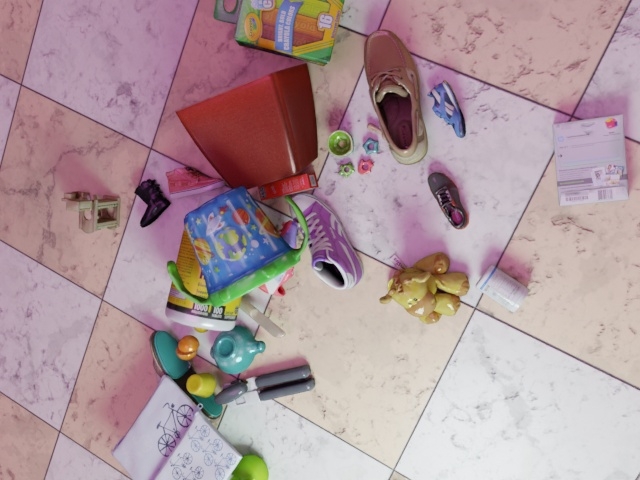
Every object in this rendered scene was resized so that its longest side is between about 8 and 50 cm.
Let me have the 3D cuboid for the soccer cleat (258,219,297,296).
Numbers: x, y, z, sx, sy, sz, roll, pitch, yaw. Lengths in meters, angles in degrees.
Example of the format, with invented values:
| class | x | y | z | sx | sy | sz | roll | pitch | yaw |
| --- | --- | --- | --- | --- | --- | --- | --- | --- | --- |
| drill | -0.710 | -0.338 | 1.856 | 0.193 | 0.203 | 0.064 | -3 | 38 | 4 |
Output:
| class | x | y | z | sx | sy | sz | roll | pitch | yaw |
| --- | --- | --- | --- | --- | --- | --- | --- | --- | --- |
| soccer cleat | -0.097 | 0.049 | 1.580 | 0.095 | 0.083 | 0.248 | 26 | 126 | -4 |

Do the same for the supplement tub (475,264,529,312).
| class | x | y | z | sx | sy | sz | roll | pitch | yaw |
| --- | --- | --- | --- | --- | --- | --- | --- | --- | --- |
| supplement tub | 0.428 | 0.113 | 1.429 | 0.107 | 0.071 | 0.071 | 35 | 107 | 11 |

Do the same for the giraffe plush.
| class | x | y | z | sx | sy | sz | roll | pitch | yaw |
| --- | --- | --- | --- | --- | --- | --- | --- | --- | --- |
| giraffe plush | 0.234 | 0.115 | 1.445 | 0.210 | 0.170 | 0.181 | 30 | 106 | 14 |

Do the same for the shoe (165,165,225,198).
| class | x | y | z | sx | sy | sz | roll | pitch | yaw |
| --- | --- | --- | --- | --- | --- | --- | --- | --- | --- |
| shoe | -0.349 | -0.169 | 1.669 | 0.178 | 0.063 | 0.081 | -9 | 99 | 25 |

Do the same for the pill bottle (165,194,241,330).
| class | x | y | z | sx | sy | sz | roll | pitch | yaw |
| --- | --- | --- | --- | --- | --- | --- | --- | --- | --- |
| pill bottle | -0.283 | 0.057 | 1.595 | 0.188 | 0.188 | 0.333 | 11 | 88 | 18 |

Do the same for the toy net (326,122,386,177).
| class | x | y | z | sx | sy | sz | roll | pitch | yaw |
| --- | --- | --- | --- | --- | --- | --- | --- | --- | --- |
| toy net | 0.136 | -0.236 | 1.499 | 0.232 | 0.045 | 0.122 | -14 | 92 | 20 |

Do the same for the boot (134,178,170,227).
| class | x | y | z | sx | sy | sz | roll | pitch | yaw |
| --- | --- | --- | --- | --- | --- | --- | --- | --- | --- |
| boot | -0.498 | -0.110 | 1.740 | 0.121 | 0.045 | 0.099 | -42 | 85 | 12 |

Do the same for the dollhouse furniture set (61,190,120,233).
| class | x | y | z | sx | sy | sz | roll | pitch | yaw |
| --- | --- | --- | --- | --- | --- | --- | --- | --- | --- |
| dollhouse furniture set | -0.701 | -0.078 | 1.743 | 0.161 | 0.182 | 0.101 | 9 | 100 | 18 |

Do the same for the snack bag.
| class | x | y | z | sx | sy | sz | roll | pitch | yaw |
| --- | --- | --- | --- | --- | --- | --- | --- | --- | --- |
| snack bag | -0.403 | 0.580 | 1.645 | 0.342 | 0.037 | 0.323 | 41 | 104 | 24 |

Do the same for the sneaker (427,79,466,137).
| class | x | y | z | sx | sy | sz | roll | pitch | yaw |
| --- | --- | --- | --- | --- | --- | --- | --- | --- | --- |
| sneaker | 0.300 | -0.303 | 1.429 | 0.059 | 0.053 | 0.144 | -24 | 81 | 20 |

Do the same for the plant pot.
| class | x | y | z | sx | sy | sz | roll | pitch | yaw |
| --- | --- | --- | --- | --- | --- | --- | --- | --- | --- |
| plant pot | -0.146 | -0.269 | 1.496 | 0.267 | 0.267 | 0.235 | -15 | 106 | 21 |

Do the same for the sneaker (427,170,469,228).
| class | x | y | z | sx | sy | sz | roll | pitch | yaw |
| --- | --- | --- | --- | --- | --- | --- | --- | --- | --- |
| sneaker | 0.306 | -0.097 | 1.446 | 0.061 | 0.065 | 0.158 | -33 | 86 | 20 |

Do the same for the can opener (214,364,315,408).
| class | x | y | z | sx | sy | sz | roll | pitch | yaw |
| --- | --- | --- | --- | --- | --- | --- | --- | --- | --- |
| can opener | -0.158 | 0.412 | 1.664 | 0.283 | 0.095 | 0.076 | -17 | 92 | 21 |

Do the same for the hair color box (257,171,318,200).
| class | x | y | z | sx | sy | sz | roll | pitch | yaw |
| --- | --- | --- | --- | --- | --- | --- | --- | --- | --- |
| hair color box | -0.084 | -0.140 | 1.575 | 0.141 | 0.072 | 0.043 | -13 | 94 | 20 |

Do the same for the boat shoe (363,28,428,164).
| class | x | y | z | sx | sy | sz | roll | pitch | yaw |
| --- | --- | --- | --- | --- | --- | --- | --- | --- | --- |
| boat shoe | 0.174 | -0.350 | 1.412 | 0.122 | 0.110 | 0.341 | -19 | 78 | 15 |

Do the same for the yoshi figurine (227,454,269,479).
| class | x | y | z | sx | sy | sz | roll | pitch | yaw |
| --- | --- | --- | --- | --- | --- | --- | --- | --- | --- |
| yoshi figurine | -0.288 | 0.694 | 1.738 | 0.362 | 0.203 | 0.203 | -11 | 53 | 34 |

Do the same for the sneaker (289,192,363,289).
| class | x | y | z | sx | sy | sz | roll | pitch | yaw |
| --- | --- | --- | --- | --- | --- | --- | --- | --- | --- |
| sneaker | 0.001 | 0.000 | 1.519 | 0.102 | 0.161 | 0.282 | -41 | 82 | 21 |

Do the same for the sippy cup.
| class | x | y | z | sx | sy | sz | roll | pitch | yaw |
| --- | --- | --- | --- | --- | --- | --- | --- | --- | --- |
| sippy cup | -0.199 | 0.005 | 1.417 | 0.224 | 0.305 | 0.240 | 61 | 150 | -2 |

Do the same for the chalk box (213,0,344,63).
| class | x | y | z | sx | sy | sz | roll | pitch | yaw |
| --- | --- | --- | --- | --- | --- | --- | --- | --- | --- |
| chalk box | -0.104 | -0.533 | 1.420 | 0.289 | 0.179 | 0.180 | 11 | 102 | -7 |

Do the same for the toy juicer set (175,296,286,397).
| class | x | y | z | sx | sy | sz | roll | pitch | yaw |
| --- | --- | --- | --- | --- | --- | --- | --- | --- | --- |
| toy juicer set | -0.259 | 0.273 | 1.699 | 0.329 | 0.089 | 0.209 | -37 | 64 | 9 |

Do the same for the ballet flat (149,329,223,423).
| class | x | y | z | sx | sy | sz | roll | pitch | yaw |
| --- | --- | --- | --- | --- | --- | --- | --- | --- | --- |
| ballet flat | -0.412 | 0.409 | 1.754 | 0.106 | 0.107 | 0.316 | -40 | 82 | 33 |

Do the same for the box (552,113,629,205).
| class | x | y | z | sx | sy | sz | roll | pitch | yaw |
| --- | --- | --- | --- | --- | --- | --- | --- | --- | --- |
| box | 0.599 | -0.176 | 1.347 | 0.145 | 0.038 | 0.186 | -6 | 96 | 20 |
